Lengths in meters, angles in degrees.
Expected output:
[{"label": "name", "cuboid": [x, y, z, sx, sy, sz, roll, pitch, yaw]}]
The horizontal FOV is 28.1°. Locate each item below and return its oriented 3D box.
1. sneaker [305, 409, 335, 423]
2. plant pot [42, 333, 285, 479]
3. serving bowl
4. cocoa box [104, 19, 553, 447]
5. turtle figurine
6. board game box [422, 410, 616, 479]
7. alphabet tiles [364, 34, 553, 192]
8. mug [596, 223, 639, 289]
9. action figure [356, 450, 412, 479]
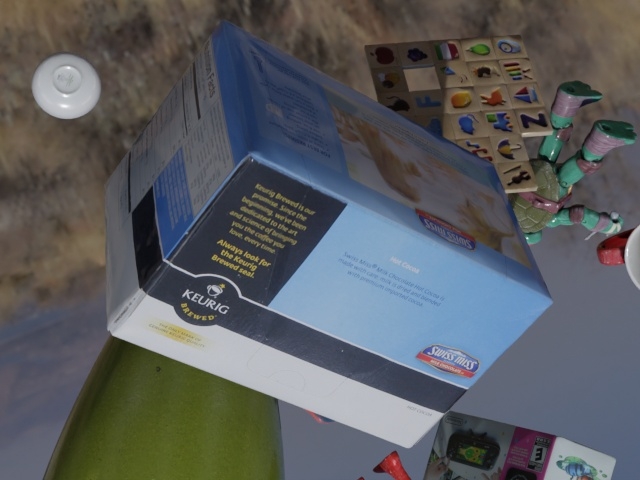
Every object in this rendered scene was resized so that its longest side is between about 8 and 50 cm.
[{"label": "sneaker", "cuboid": [0.058, 0.100, 1.691, 0.131, 0.148, 0.350, -6, 136, -39]}, {"label": "plant pot", "cuboid": [-0.158, 0.192, 1.413, 0.274, 0.294, 0.275, 5, 153, 3]}, {"label": "serving bowl", "cuboid": [-0.306, -0.190, 1.543, 0.083, 0.083, 0.027, -22, 178, -14]}, {"label": "cocoa box", "cuboid": [0.000, 0.000, 1.212, 0.347, 0.231, 0.228, 25, 120, -28]}, {"label": "turtle figurine", "cuboid": [0.284, -0.065, 1.539, 0.118, 0.175, 0.234, -24, 147, -42]}, {"label": "board game box", "cuboid": [0.199, 0.369, 1.502, 0.097, 0.304, 0.224, 22, 170, -27]}, {"label": "alphabet tiles", "cuboid": [0.169, -0.148, 1.501, 0.198, 0.237, 0.009, -5, 146, -9]}, {"label": "mug", "cuboid": [0.441, -0.008, 1.615, 0.169, 0.150, 0.113, -34, 144, -59]}, {"label": "action figure", "cuboid": [0.116, 0.362, 1.291, 0.091, 0.280, 0.139, -30, 165, -36]}]
